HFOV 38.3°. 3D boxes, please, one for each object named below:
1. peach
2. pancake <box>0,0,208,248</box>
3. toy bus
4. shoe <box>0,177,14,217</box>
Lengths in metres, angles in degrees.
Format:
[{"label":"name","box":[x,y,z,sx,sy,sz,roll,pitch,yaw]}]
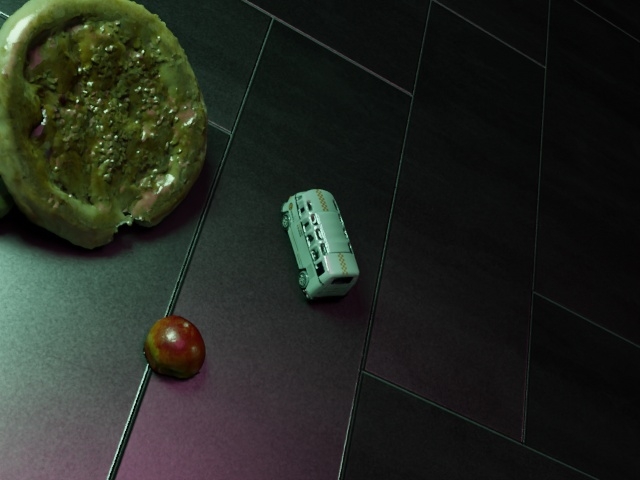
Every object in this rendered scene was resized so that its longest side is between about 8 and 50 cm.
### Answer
[{"label":"peach","box":[-0.206,0.150,1.339,0.098,0.061,0.098,11,60,-19]},{"label":"pancake","box":[-0.317,-0.175,1.362,0.382,0.071,0.383,-7,100,-43]},{"label":"toy bus","box":[0.000,0.000,1.547,0.087,0.089,0.194,0,61,-33]},{"label":"shoe","box":[-0.520,-0.149,1.303,0.140,0.128,0.262,-11,65,-22]}]
